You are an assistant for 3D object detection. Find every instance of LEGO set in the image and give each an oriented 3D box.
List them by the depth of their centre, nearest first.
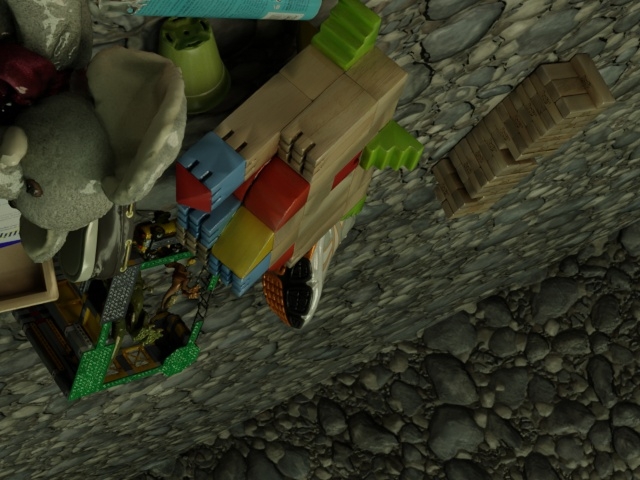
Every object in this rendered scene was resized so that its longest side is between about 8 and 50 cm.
[{"bbox_3d":[-0.263,0.036,1.478,0.255,0.192,0.331,-21,147,-33],"label":"LEGO set"}]

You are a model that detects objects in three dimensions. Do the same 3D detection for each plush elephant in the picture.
[{"bbox_3d":[-0.245,-0.107,0.865,0.330,0.255,0.272,-9,161,-37],"label":"plush elephant"}]

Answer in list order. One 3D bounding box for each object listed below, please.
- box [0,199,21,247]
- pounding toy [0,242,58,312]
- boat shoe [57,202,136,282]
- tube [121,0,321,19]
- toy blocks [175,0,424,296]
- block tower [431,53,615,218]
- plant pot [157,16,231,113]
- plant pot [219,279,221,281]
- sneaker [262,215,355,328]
[{"bbox_3d":[-0.320,-0.075,1.117,0.072,0.126,0.137,-18,163,-25],"label":"box"},{"bbox_3d":[-0.338,-0.023,1.269,0.206,0.181,0.094,-13,-168,-23],"label":"pounding toy"},{"bbox_3d":[-0.224,-0.065,1.212,0.069,0.081,0.227,-2,115,-40],"label":"boat shoe"},{"bbox_3d":[-0.098,-0.234,1.080,0.207,0.052,0.080,-7,158,-33],"label":"tube"},{"bbox_3d":[-0.048,-0.061,1.251,0.261,0.191,0.381,-45,168,-21],"label":"toy blocks"},{"bbox_3d":[0.301,-0.155,1.773,0.097,0.091,0.335,-12,158,-37],"label":"block tower"},{"bbox_3d":[-0.133,-0.183,1.144,0.083,0.083,0.079,-20,151,-14],"label":"plant pot"},{"bbox_3d":[-0.105,-0.013,1.641,0.134,0.095,0.134,-22,164,-7],"label":"plant pot"},{"bbox_3d":[0.000,0.000,1.563,0.121,0.099,0.262,-19,130,-43],"label":"sneaker"}]
